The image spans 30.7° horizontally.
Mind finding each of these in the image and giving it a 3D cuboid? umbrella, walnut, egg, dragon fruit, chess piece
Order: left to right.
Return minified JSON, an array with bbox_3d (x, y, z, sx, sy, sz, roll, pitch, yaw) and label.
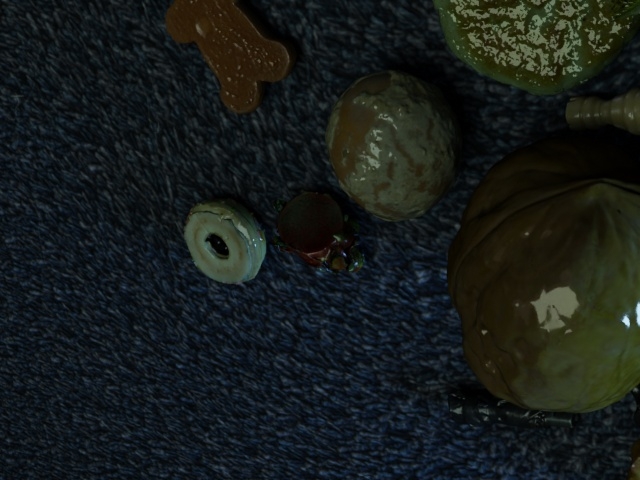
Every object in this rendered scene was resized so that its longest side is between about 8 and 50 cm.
[{"bbox_3d":[0.000,0.000,1.963,0.138,0.142,0.175,-33,121,11],"label":"dragon fruit"},{"bbox_3d":[0.110,-0.138,1.733,0.203,0.203,0.245,14,137,30],"label":"egg"},{"bbox_3d":[0.324,0.288,1.958,0.235,0.059,0.066,0,140,35],"label":"umbrella"},{"bbox_3d":[0.335,0.048,1.582,0.398,0.308,0.354,96,161,-57],"label":"walnut"},{"bbox_3d":[0.398,-0.176,1.587,0.122,0.066,0.066,5,122,41],"label":"chess piece"}]

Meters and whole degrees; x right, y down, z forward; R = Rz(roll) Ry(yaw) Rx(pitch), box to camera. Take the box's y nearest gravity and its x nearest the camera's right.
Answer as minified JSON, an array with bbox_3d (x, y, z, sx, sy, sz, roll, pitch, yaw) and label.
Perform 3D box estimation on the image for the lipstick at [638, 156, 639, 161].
[{"bbox_3d":[0.563,-0.020,1.560,0.317,0.066,0.068,48,135,0],"label":"lipstick"}]

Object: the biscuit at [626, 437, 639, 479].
[{"bbox_3d":[0.620,0.351,1.716,0.326,0.107,0.326,11,122,18],"label":"biscuit"}]

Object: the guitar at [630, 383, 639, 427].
[{"bbox_3d":[0.491,0.236,1.807,0.271,0.038,0.084,48,133,0],"label":"guitar"}]

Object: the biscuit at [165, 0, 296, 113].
[{"bbox_3d":[-0.168,-0.374,1.886,0.324,0.049,0.205,51,134,-3],"label":"biscuit"}]

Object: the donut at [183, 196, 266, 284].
[{"bbox_3d":[-0.169,-0.003,2.125,0.174,0.068,0.174,20,127,28],"label":"donut"}]

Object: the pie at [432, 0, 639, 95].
[{"bbox_3d":[0.287,-0.341,1.555,0.323,0.070,0.323,16,128,22],"label":"pie"}]

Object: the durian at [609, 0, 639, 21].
[{"bbox_3d":[0.516,-0.325,1.367,0.352,0.158,0.169,7,158,24],"label":"durian"}]
